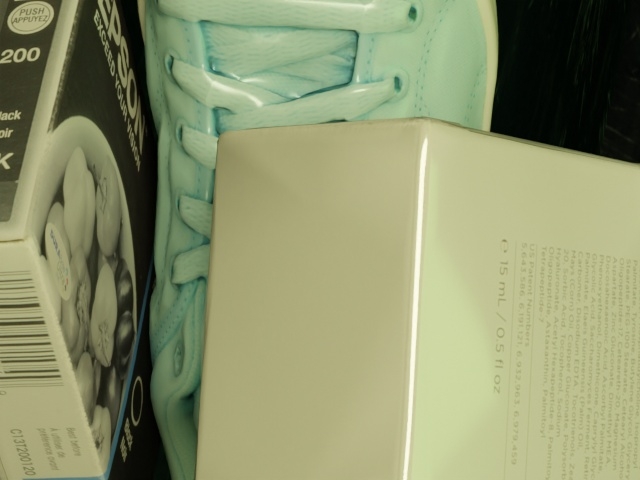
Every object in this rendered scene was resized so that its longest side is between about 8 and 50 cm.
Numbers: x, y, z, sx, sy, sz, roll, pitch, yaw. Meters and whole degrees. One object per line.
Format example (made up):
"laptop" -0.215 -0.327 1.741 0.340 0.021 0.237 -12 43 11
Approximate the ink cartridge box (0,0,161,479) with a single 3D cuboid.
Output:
"ink cartridge box" -0.088 -0.012 0.689 0.206 0.045 0.208 82 9 -50

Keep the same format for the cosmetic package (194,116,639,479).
"cosmetic package" 0.084 0.165 0.620 0.284 0.097 0.377 8 84 -44

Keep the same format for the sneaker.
"sneaker" 0.000 0.000 0.666 0.150 0.135 0.366 -87 173 -55
